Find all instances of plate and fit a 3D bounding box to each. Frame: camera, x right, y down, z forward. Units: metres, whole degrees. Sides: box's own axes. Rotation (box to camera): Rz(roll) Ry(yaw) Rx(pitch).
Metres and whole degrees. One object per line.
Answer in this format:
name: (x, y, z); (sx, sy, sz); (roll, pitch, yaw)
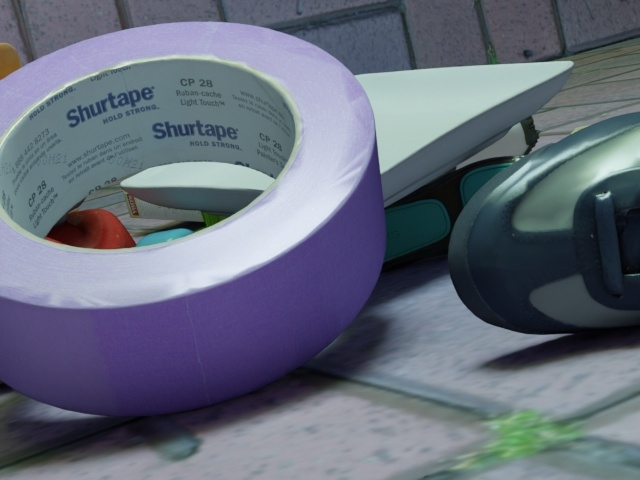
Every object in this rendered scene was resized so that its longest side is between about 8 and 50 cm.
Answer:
plate: (0.023, -0.076, 1.018); (0.278, 0.045, 0.277); (-30, 22, -36)

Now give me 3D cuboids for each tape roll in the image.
tape roll: (-0.099, -0.024, 0.778); (0.275, 0.090, 0.275); (-4, 41, 4)

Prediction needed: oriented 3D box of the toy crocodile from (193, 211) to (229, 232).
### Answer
toy crocodile: (-0.081, -0.037, 1.217); (0.105, 0.115, 0.340); (-14, 10, -7)

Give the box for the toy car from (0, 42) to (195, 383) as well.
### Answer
toy car: (-0.232, -0.026, 0.950); (0.219, 0.238, 0.210); (-10, 9, 28)

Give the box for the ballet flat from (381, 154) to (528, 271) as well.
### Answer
ballet flat: (0.109, -0.024, 0.978); (0.203, 0.074, 0.074); (-14, 8, 13)

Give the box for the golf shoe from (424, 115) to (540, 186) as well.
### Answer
golf shoe: (0.101, -0.079, 1.338); (0.273, 0.105, 0.120); (-14, 22, 37)

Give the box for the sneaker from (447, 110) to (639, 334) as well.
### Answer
sneaker: (0.222, -0.021, 0.620); (0.319, 0.112, 0.131); (-15, 5, -1)

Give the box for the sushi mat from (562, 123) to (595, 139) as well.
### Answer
sushi mat: (0.436, -0.144, 1.427); (0.316, 0.019, 0.151); (-11, 8, 18)

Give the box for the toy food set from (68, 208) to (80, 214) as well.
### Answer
toy food set: (-0.351, -0.009, 1.604); (0.218, 0.071, 0.128); (-13, 8, 1)

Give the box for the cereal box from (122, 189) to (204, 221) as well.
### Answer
cereal box: (-0.111, -0.073, 1.599); (0.240, 0.047, 0.173); (4, 25, 44)
